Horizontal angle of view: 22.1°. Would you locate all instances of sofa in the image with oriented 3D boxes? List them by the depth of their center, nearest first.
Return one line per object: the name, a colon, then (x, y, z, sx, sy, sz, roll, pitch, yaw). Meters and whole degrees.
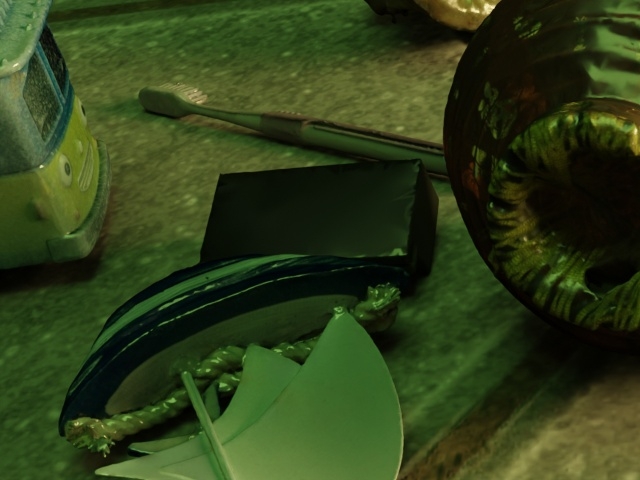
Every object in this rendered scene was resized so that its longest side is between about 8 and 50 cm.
sofa: (0.000, 0.000, 1.073, 0.147, 0.060, 0.085, -4, 51, 18)

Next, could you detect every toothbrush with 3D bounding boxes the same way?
toothbrush: (-0.009, -0.085, 1.228, 0.354, 0.024, 0.029, 15, 34, 40)

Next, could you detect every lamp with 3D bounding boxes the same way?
lamp: (0.181, -0.045, 0.889, 0.247, 0.247, 0.247, -11, 32, 7)

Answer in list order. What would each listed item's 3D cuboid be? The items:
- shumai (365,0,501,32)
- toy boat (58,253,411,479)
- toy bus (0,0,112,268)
shumai: (0.078, -0.233, 1.333, 0.120, 0.201, 0.201, -44, 7, 45)
toy boat: (-0.052, 0.103, 0.917, 0.210, 0.070, 0.291, -12, 35, 13)
toy bus: (-0.321, -0.059, 1.157, 0.312, 0.190, 0.152, -10, 32, 7)
